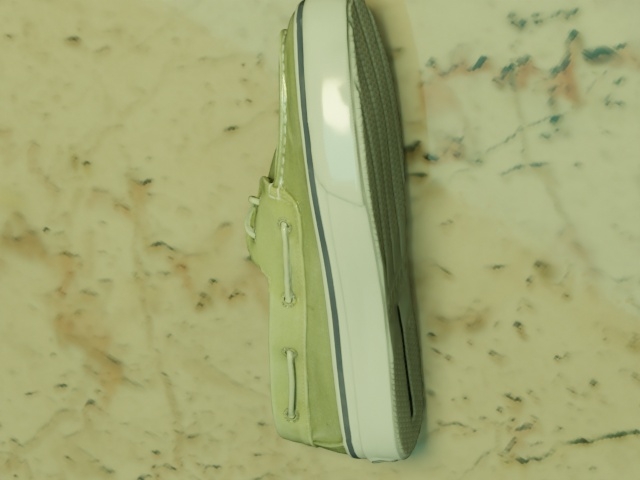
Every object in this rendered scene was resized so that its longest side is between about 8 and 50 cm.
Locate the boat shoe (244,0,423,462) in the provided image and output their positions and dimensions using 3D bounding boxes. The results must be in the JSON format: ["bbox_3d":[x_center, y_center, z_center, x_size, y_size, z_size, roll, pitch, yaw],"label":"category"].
[{"bbox_3d":[0.000,0.000,0.859,0.094,0.109,0.302,-1,108,16],"label":"boat shoe"}]
